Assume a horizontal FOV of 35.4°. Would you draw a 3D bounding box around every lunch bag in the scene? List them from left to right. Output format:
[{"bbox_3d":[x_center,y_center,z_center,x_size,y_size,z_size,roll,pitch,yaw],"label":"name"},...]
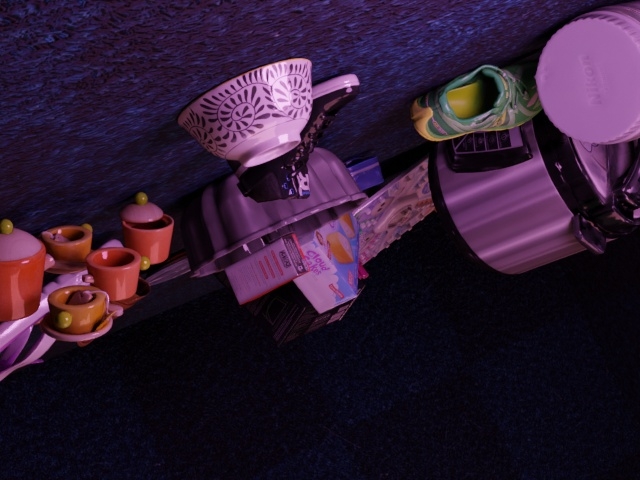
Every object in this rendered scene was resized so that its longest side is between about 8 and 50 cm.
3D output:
[{"bbox_3d":[0.073,-0.136,2.048,0.098,0.065,0.067,-23,-169,-28],"label":"lunch bag"}]

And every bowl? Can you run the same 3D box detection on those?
[{"bbox_3d":[-0.072,-0.135,1.156,0.170,0.080,0.170,-23,176,-2],"label":"bowl"}]

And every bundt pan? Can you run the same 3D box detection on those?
[{"bbox_3d":[-0.093,-0.058,1.692,0.330,0.124,0.331,-25,176,-2],"label":"bundt pan"}]

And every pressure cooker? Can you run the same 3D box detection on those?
[{"bbox_3d":[0.477,-0.155,2.030,0.420,0.370,0.375,-23,-179,40],"label":"pressure cooker"}]

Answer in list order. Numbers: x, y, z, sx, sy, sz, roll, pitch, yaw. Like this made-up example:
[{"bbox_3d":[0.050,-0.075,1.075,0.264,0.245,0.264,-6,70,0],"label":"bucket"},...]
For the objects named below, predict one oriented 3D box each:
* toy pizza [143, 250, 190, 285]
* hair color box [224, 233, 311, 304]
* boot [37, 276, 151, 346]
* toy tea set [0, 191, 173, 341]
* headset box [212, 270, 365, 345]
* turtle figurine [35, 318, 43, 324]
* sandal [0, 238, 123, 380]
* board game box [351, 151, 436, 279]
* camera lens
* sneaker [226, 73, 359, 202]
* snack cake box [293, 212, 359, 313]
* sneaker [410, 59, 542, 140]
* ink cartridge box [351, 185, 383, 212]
[{"bbox_3d":[-0.328,0.053,2.346,0.201,0.032,0.201,-25,175,-2],"label":"toy pizza"},{"bbox_3d":[-0.091,0.050,1.708,0.141,0.072,0.043,-27,174,34],"label":"hair color box"},{"bbox_3d":[-0.477,0.137,2.224,0.220,0.109,0.283,-29,168,7],"label":"boot"},{"bbox_3d":[-0.320,0.005,1.332,0.200,0.124,0.336,9,-157,11],"label":"toy tea set"},{"bbox_3d":[-0.085,0.071,2.284,0.246,0.283,0.131,-16,146,-53],"label":"headset box"},{"bbox_3d":[-0.534,0.134,1.836,0.269,0.087,0.217,-34,-179,12],"label":"turtle figurine"},{"bbox_3d":[-0.459,0.146,1.586,0.416,0.102,0.169,-41,-167,-24],"label":"sandal"},{"bbox_3d":[0.194,-0.057,2.475,0.390,0.050,0.390,-38,163,-7],"label":"board game box"},{"bbox_3d":[0.512,-0.281,1.655,0.274,0.219,0.219,-20,174,-44],"label":"camera lens"},{"bbox_3d":[-0.020,-0.122,1.320,0.217,0.121,0.079,-27,176,28],"label":"sneaker"},{"bbox_3d":[0.000,0.000,1.974,0.089,0.152,0.264,-26,-153,19],"label":"snack cake box"},{"bbox_3d":[0.296,-0.240,1.700,0.295,0.109,0.123,-22,179,-26],"label":"sneaker"},{"bbox_3d":[0.061,-0.052,2.627,0.201,0.117,0.278,-26,174,19],"label":"ink cartridge box"}]
